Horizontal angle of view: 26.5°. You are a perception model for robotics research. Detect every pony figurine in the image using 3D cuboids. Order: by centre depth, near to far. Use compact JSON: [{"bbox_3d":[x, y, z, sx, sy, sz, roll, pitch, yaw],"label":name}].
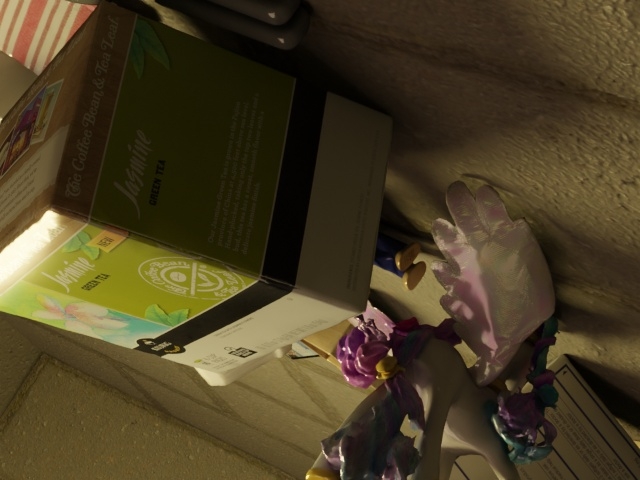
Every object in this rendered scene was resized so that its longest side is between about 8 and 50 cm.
[{"bbox_3d":[0.125,0.146,1.467,0.303,0.363,0.351,-9,130,42],"label":"pony figurine"}]

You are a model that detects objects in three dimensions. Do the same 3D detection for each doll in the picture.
[{"bbox_3d":[0.037,-0.005,1.652,0.189,0.046,0.129,22,151,34],"label":"doll"}]

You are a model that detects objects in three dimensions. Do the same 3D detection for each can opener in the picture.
[{"bbox_3d":[-0.143,-0.233,1.263,0.280,0.093,0.074,19,159,21],"label":"can opener"}]

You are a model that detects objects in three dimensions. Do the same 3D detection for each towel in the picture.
[{"bbox_3d":[-0.289,-0.236,1.495,0.197,0.029,0.144,34,134,-2],"label":"towel"}]

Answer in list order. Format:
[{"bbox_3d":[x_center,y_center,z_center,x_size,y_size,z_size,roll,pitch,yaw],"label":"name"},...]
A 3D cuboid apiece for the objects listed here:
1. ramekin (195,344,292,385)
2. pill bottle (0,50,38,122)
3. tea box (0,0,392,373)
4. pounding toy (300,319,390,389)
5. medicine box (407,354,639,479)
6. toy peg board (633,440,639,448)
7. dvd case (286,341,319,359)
[{"bbox_3d":[-0.169,0.086,1.939,0.273,0.127,0.273,51,170,12],"label":"ramekin"},{"bbox_3d":[-0.328,-0.135,1.698,0.169,0.169,0.301,27,163,12],"label":"pill bottle"},{"bbox_3d":[-0.154,-0.033,1.375,0.323,0.220,0.329,20,155,-23],"label":"tea box"},{"bbox_3d":[0.027,0.130,1.983,0.206,0.094,0.181,26,170,47],"label":"pounding toy"},{"bbox_3d":[0.261,0.337,1.691,0.263,0.289,0.149,52,162,4],"label":"medicine box"},{"bbox_3d":[0.497,0.346,1.792,0.160,0.079,0.161,39,162,-24],"label":"toy peg board"},{"bbox_3d":[-0.071,0.140,2.280,0.180,0.022,0.253,35,162,-13],"label":"dvd case"}]
